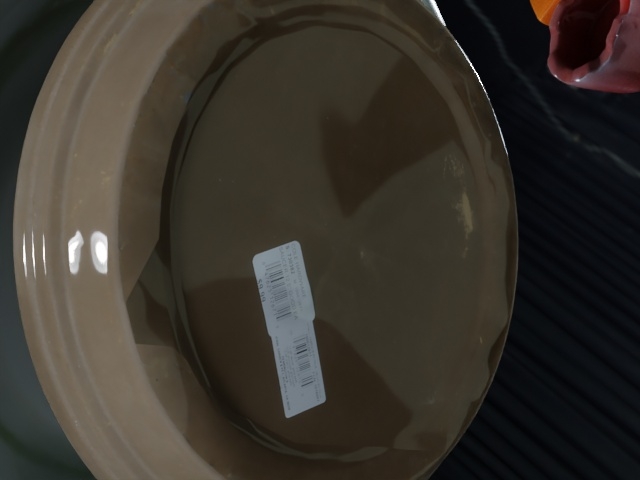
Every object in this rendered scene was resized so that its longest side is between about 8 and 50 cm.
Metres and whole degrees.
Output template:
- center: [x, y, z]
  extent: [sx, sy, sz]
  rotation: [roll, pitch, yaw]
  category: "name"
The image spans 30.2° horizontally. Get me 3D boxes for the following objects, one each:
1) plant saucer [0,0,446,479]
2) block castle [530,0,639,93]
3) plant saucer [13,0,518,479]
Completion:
- center: [-0.071, 0.013, 0.575]
  extent: [0.400, 0.100, 0.400]
  rotation: [-11, -76, -47]
  category: "plant saucer"
- center: [0.237, -0.332, 0.894]
  extent: [0.213, 0.453, 0.303]
  rotation: [14, -51, -24]
  category: "block castle"
- center: [0.000, 0.000, 0.514]
  extent: [0.278, 0.041, 0.278]
  rotation: [0, -91, -43]
  category: "plant saucer"
